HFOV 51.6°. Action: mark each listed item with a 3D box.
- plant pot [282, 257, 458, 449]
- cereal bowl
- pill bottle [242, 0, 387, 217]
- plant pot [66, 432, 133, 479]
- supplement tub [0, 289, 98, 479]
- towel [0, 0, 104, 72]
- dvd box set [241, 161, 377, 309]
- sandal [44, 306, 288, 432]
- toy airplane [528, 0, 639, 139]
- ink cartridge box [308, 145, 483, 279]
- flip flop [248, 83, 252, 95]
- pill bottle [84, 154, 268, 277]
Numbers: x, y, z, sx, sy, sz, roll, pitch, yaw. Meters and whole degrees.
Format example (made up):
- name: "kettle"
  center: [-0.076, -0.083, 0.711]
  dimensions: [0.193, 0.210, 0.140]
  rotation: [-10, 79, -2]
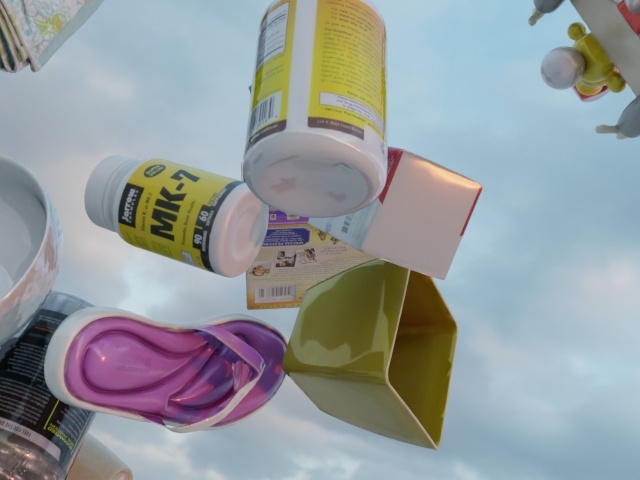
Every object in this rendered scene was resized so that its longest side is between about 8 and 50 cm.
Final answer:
- name: "plant pot"
  center: [0.071, 0.161, 0.975]
  dimensions: [0.187, 0.212, 0.212]
  rotation: [-6, -42, 30]
- name: "cereal bowl"
  center: [-0.511, 0.041, 0.894]
  dimensions: [0.339, 0.338, 0.141]
  rotation: [18, -33, 15]
- name: "pill bottle"
  center: [0.000, -0.136, 0.575]
  dimensions: [0.118, 0.214, 0.117]
  rotation: [3, -27, 1]
- name: "plant pot"
  center: [-0.518, 0.463, 1.292]
  dimensions: [0.274, 0.256, 0.256]
  rotation: [12, -32, 15]
- name: "supplement tub"
  center: [-0.460, 0.262, 1.034]
  dimensions: [0.207, 0.337, 0.207]
  rotation: [7, -45, 7]
- name: "towel"
  center: [-0.529, -0.521, 1.189]
  dimensions: [0.090, 0.374, 0.320]
  rotation: [0, -45, 14]
- name: "dvd box set"
  center: [0.000, 0.000, 1.316]
  dimensions: [0.308, 0.062, 0.420]
  rotation: [-3, -36, -6]
- name: "sandal"
  center: [-0.162, 0.182, 0.881]
  dimensions: [0.102, 0.169, 0.416]
  rotation: [8, -3, 38]
- name: "toy airplane"
  center: [0.569, -0.390, 1.303]
  dimensions: [0.273, 0.386, 0.384]
  rotation: [-27, -59, 3]
- name: "ink cartridge box"
  center: [0.087, -0.045, 0.842]
  dimensions: [0.128, 0.128, 0.176]
  rotation: [19, 5, -26]
- name: "flip flop"
  center: [-0.129, -0.358, 1.695]
  dimensions: [0.277, 0.080, 0.112]
  rotation: [-94, 160, -85]
- name: "pill bottle"
  center: [-0.182, -0.037, 0.832]
  dimensions: [0.209, 0.119, 0.119]
  rotation: [16, -31, 20]
